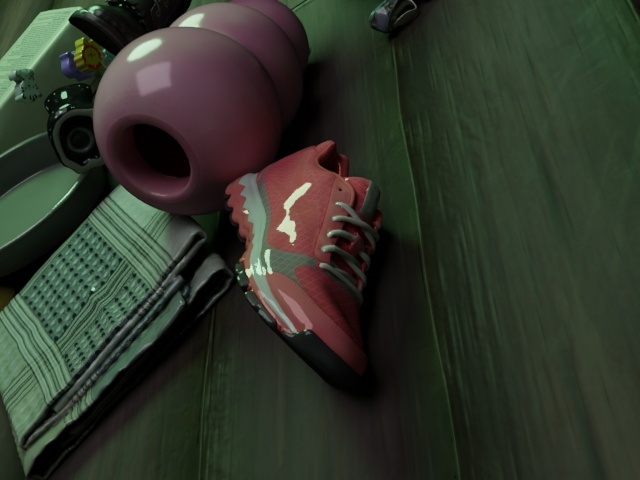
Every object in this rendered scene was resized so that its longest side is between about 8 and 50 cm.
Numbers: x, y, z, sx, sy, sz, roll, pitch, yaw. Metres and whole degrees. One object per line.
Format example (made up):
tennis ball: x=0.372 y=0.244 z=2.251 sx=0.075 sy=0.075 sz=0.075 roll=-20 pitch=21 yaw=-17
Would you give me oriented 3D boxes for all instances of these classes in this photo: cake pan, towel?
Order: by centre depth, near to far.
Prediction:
towel: x=-0.266 y=0.075 z=1.160 sx=0.312 sy=0.056 sz=0.324 roll=-46 pitch=35 yaw=-4
cake pan: x=-0.424 y=-0.048 z=1.411 sx=0.293 sy=0.054 sz=0.293 roll=-21 pitch=34 yaw=15

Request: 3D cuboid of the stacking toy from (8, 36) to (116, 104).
stacking toy: x=-0.335 y=-0.262 z=1.514 sx=0.167 sy=0.052 sz=0.221 roll=-14 pitch=6 yaw=34

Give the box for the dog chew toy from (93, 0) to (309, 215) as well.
dog chew toy: x=-0.113 y=-0.175 z=1.150 sx=0.207 sy=0.206 sz=0.332 roll=-16 pitch=27 yaw=34

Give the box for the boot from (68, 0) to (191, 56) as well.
boot: x=-0.182 y=-0.321 z=1.198 sx=0.229 sy=0.091 sz=0.263 roll=-54 pitch=1 yaw=8

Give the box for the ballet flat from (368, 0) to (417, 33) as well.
ballet flat: x=0.105 y=-0.287 z=1.186 sx=0.114 sy=0.041 sz=0.041 roll=-52 pitch=35 yaw=-10

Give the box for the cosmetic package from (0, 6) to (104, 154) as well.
cosmetic package: x=-0.478 y=-0.230 z=1.644 sx=0.160 sy=0.113 sz=0.309 roll=11 pitch=62 yaw=50

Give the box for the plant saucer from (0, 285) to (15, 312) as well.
plant saucer: x=-0.606 y=0.182 z=1.371 sx=0.333 sy=0.081 sz=0.332 roll=-3 pitch=52 yaw=43

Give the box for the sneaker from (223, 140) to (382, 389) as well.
sneaker: x=0.000 y=-0.001 z=0.918 sx=0.136 sy=0.116 sz=0.313 roll=-36 pitch=35 yaw=9

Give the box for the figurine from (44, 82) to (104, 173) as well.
figurine: x=-0.274 y=-0.194 z=1.384 sx=0.215 sy=0.092 sz=0.209 roll=-21 pitch=28 yaw=-10
